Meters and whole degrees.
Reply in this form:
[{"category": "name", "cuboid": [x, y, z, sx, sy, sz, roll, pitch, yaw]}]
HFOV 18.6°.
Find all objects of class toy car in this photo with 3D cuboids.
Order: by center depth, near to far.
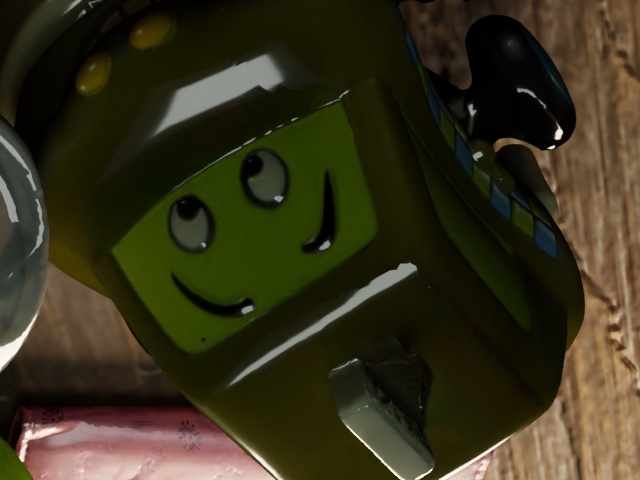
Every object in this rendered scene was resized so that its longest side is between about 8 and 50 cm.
[{"category": "toy car", "cuboid": [0.000, 0.000, 0.714, 0.204, 0.198, 0.248, -32, 129, 12]}]

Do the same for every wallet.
[{"category": "wallet", "cuboid": [-0.039, 0.126, 0.923, 0.232, 0.025, 0.119, 4, 128, -20]}]

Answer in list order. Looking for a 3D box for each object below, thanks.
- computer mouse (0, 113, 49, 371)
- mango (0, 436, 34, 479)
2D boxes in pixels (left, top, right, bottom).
[{"category": "computer mouse", "cuboid": [-0.253, 0.023, 0.712, 0.389, 0.115, 0.199, -19, 115, 25]}, {"category": "mango", "cuboid": [-0.210, 0.192, 0.844, 0.273, 0.149, 0.185, -41, 123, 15]}]
